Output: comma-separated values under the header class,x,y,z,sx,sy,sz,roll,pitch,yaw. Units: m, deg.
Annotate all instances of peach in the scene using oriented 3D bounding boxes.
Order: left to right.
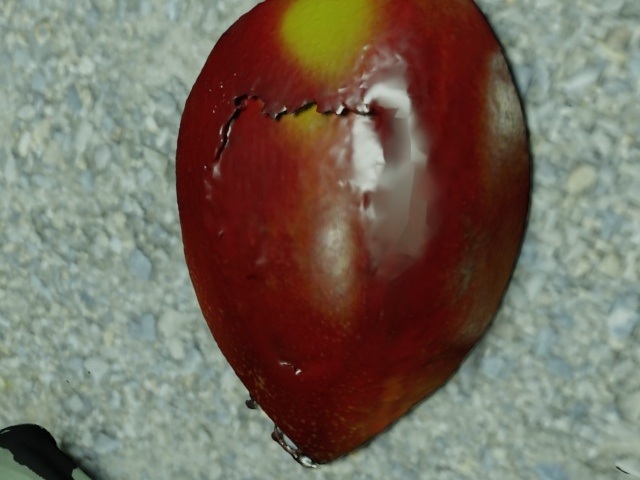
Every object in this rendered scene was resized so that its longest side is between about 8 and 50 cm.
class,x,y,z,sx,sy,sz,roll,pitch,yaw
peach,-0.002,-0.001,0.617,0.189,0.068,0.279,15,109,24

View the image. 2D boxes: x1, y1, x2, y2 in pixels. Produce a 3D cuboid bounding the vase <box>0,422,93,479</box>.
class,x,y,z,sx,sy,sz,roll,pitch,yaw
vase,-0.040,0.219,0.652,0.360,0.165,0.165,22,112,24
